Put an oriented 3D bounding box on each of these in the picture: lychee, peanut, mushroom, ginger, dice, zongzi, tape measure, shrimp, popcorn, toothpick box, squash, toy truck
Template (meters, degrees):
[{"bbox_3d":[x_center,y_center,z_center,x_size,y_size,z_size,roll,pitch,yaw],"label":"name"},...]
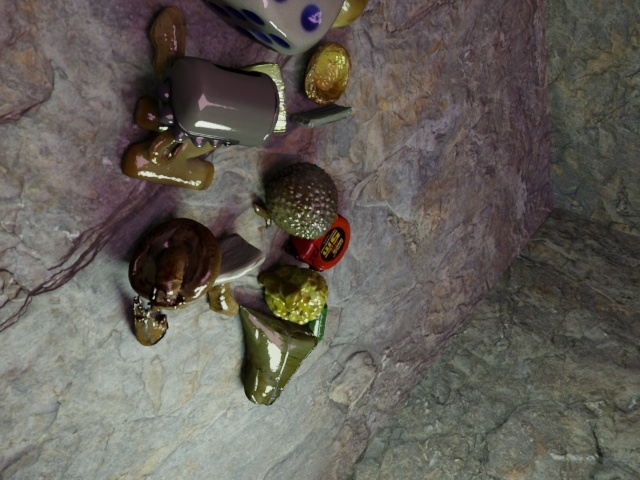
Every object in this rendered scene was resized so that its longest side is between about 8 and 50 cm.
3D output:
[{"bbox_3d":[-0.061,-0.136,1.995,0.255,0.274,0.255,-25,156,-12],"label":"lychee"},{"bbox_3d":[-0.400,-0.515,1.531,0.093,0.083,0.194,-8,117,-47],"label":"peanut"},{"bbox_3d":[-0.429,0.084,1.709,0.195,0.263,0.283,99,6,-49],"label":"mushroom"},{"bbox_3d":[-0.338,0.196,2.005,0.095,0.069,0.190,-4,130,2],"label":"ginger"},{"bbox_3d":[-0.122,-0.713,1.575,0.304,0.277,0.304,28,89,-53],"label":"dice"},{"bbox_3d":[-0.243,0.435,2.189,0.393,0.174,0.356,28,95,-41],"label":"zongzi"},{"bbox_3d":[-0.351,0.101,1.878,0.328,0.159,0.122,-35,123,-25],"label":"mushroom"},{"bbox_3d":[0.000,-0.001,2.240,0.253,0.114,0.260,-57,144,-7],"label":"tape measure"},{"bbox_3d":[-0.404,-0.266,1.598,0.162,0.045,0.095,-48,134,-22],"label":"shrimp"},{"bbox_3d":[-0.105,0.188,2.148,0.251,0.237,0.206,25,77,-21],"label":"popcorn"},{"bbox_3d":[-0.286,-0.355,1.540,0.316,0.229,0.229,0,111,-42],"label":"toothpick box"},{"bbox_3d":[-0.225,-0.409,1.734,0.155,0.204,0.237,-53,154,-39],"label":"squash"},{"bbox_3d":[-0.541,0.231,1.817,0.117,0.066,0.262,-47,155,-41],"label":"shrimp"},{"bbox_3d":[-0.036,0.349,2.386,0.101,0.125,0.243,-15,122,-43],"label":"toy truck"}]

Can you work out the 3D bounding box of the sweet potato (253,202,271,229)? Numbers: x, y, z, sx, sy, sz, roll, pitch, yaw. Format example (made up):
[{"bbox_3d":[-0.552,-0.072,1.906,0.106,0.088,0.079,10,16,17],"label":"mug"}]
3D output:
[{"bbox_3d":[-0.199,-0.092,2.029,0.041,0.038,0.153,-31,145,-1],"label":"sweet potato"}]

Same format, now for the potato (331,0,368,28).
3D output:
[{"bbox_3d":[0.063,-0.790,1.788,0.242,0.242,0.286,9,107,-49],"label":"potato"}]

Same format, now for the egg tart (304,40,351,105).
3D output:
[{"bbox_3d":[0.014,-0.559,1.956,0.212,0.090,0.213,-27,130,-39],"label":"egg tart"}]

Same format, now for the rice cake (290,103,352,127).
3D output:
[{"bbox_3d":[0.003,-0.428,2.002,0.211,0.124,0.038,-21,120,-33],"label":"rice cake"}]

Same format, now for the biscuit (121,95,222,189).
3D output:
[{"bbox_3d":[-0.409,-0.270,1.669,0.290,0.062,0.237,10,104,-45],"label":"biscuit"}]
